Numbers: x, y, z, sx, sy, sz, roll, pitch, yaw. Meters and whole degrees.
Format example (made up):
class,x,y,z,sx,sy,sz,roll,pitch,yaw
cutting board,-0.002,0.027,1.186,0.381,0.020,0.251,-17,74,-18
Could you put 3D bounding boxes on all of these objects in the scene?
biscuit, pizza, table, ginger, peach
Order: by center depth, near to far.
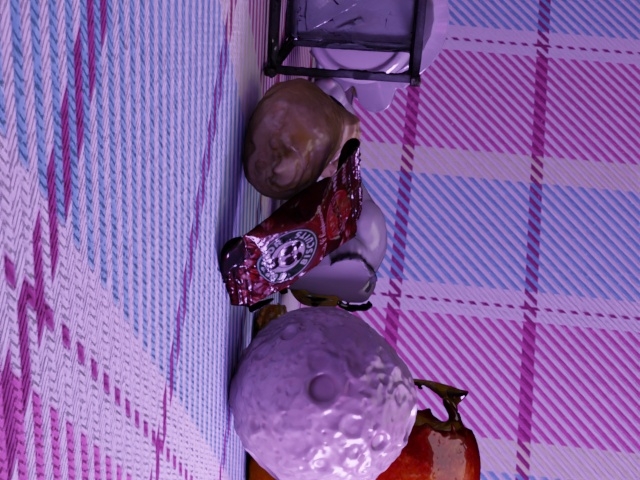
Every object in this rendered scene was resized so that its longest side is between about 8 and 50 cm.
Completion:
class,x,y,z,sx,sy,sz,roll,pitch,yaw
biscuit,-0.027,-0.010,1.376,0.235,0.063,0.151,-36,145,-22
ginger,-0.027,-0.136,1.459,0.138,0.152,0.267,-60,166,25
table,0.050,-0.416,1.588,0.272,0.222,0.335,-78,171,-70
pizza,-0.078,0.149,1.732,0.175,0.046,0.134,-77,172,-65
peach,0.063,0.384,1.786,0.335,0.406,0.310,-2,93,-47

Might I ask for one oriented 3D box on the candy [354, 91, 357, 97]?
class,x,y,z,sx,sy,sz,roll,pitch,yaw
candy,0.106,-0.448,2.354,0.157,0.214,0.289,-90,-176,-70

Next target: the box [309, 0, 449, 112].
class,x,y,z,sx,sy,sz,roll,pitch,yaw
box,0.075,-0.344,1.874,0.206,0.262,0.291,-54,151,-70

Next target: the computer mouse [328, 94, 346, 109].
class,x,y,z,sx,sy,sz,roll,pitch,yaw
computer mouse,-0.001,-0.164,1.658,0.062,0.192,0.106,-23,107,-35

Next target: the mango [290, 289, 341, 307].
class,x,y,z,sx,sy,sz,roll,pitch,yaw
mango,0.000,0.000,2.093,0.167,0.130,0.262,-80,169,-73

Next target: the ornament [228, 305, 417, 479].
class,x,y,z,sx,sy,sz,roll,pitch,yaw
ornament,-0.003,0.220,1.511,0.225,0.259,0.259,-46,163,-16

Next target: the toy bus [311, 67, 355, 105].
class,x,y,z,sx,sy,sz,roll,pitch,yaw
toy bus,0.015,-0.209,2.282,0.112,0.090,0.274,-54,150,-69

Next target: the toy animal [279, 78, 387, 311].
class,x,y,z,sx,sy,sz,roll,pitch,yaw
toy animal,0.010,-0.082,1.851,0.258,0.194,0.357,65,21,-63
